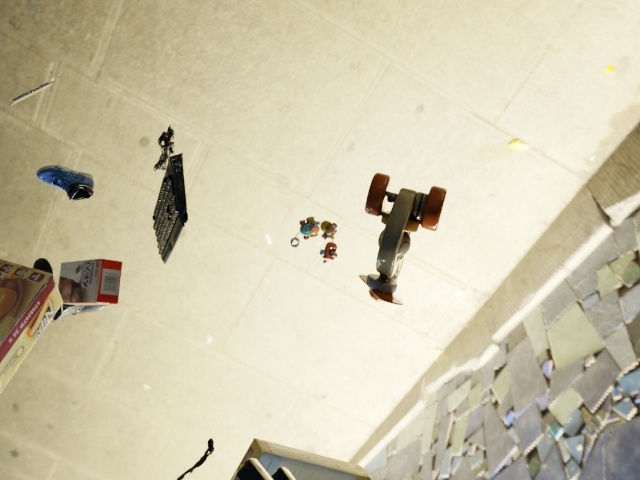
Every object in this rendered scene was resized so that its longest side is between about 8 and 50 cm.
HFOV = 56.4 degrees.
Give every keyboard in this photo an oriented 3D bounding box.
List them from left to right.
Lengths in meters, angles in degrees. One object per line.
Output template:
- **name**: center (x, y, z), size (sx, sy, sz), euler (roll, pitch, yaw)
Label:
- **keyboard**: center (-0.283, -0.082, 1.090), size (0.033, 0.202, 0.317), euler (-3, 166, -22)

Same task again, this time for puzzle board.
- **puzzle board**: center (-0.832, -0.426, 1.717), size (0.096, 0.128, 0.011), euler (3, 127, 54)

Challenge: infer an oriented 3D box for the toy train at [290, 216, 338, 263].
- **toy train**: center (0.000, 0.000, 1.720), size (0.166, 0.046, 0.125), euler (19, 93, -36)

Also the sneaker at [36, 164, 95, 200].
- **sneaker**: center (-0.700, -0.154, 1.642), size (0.152, 0.085, 0.058), euler (12, 130, -31)

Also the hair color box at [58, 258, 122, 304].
- **hair color box**: center (-0.495, 0.090, 1.272), size (0.167, 0.093, 0.053), euler (-6, 166, 40)

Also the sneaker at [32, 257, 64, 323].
- **sneaker**: center (-0.704, 0.132, 1.550), size (0.051, 0.089, 0.170), euler (-16, 88, -19)

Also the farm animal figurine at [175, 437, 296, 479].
- **farm animal figurine**: center (-0.039, 0.283, 0.354), size (0.172, 0.327, 0.330), euler (-39, 135, -5)

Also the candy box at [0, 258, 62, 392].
- **candy box**: center (-0.601, 0.103, 0.933), size (0.316, 0.183, 0.088), euler (15, 138, 5)

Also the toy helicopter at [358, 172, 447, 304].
- **toy helicopter**: center (0.150, 0.033, 1.209), size (0.140, 0.235, 0.355), euler (15, 165, 10)

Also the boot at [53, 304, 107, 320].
- **boot**: center (-0.774, 0.183, 1.992), size (0.236, 0.178, 0.085), euler (-35, 75, 29)

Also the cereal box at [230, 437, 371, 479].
- **cereal box**: center (-0.049, 0.442, 1.011), size (0.240, 0.047, 0.173), euler (27, 95, -30)
